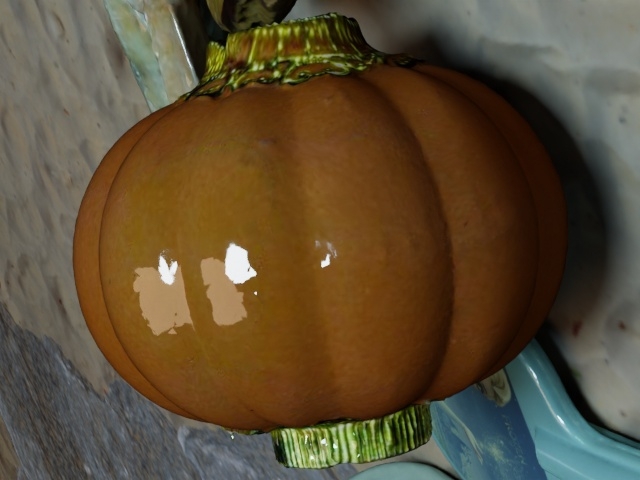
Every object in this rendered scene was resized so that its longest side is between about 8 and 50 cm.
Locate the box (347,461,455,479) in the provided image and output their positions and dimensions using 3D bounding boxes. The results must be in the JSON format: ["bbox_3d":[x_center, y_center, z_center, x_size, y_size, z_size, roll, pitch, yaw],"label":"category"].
[{"bbox_3d":[0.095,0.284,0.810,0.312,0.175,0.182,27,145,50],"label":"box"}]

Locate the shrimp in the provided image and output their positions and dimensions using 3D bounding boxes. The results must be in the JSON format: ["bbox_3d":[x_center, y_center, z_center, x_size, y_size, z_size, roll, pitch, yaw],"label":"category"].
[{"bbox_3d":[-0.084,-0.141,0.804,0.168,0.077,0.317,-129,21,-67],"label":"shrimp"}]

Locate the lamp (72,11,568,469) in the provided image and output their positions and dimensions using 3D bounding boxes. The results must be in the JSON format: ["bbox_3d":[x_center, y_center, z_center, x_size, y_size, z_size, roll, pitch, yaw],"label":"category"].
[{"bbox_3d":[0.000,0.000,0.650,0.223,0.223,0.196,0,100,61],"label":"lamp"}]

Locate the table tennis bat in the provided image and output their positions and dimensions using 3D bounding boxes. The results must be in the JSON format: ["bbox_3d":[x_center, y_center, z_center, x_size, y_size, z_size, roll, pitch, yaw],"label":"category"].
[{"bbox_3d":[0.112,0.100,0.746,0.237,0.038,0.149,23,133,57],"label":"table tennis bat"}]

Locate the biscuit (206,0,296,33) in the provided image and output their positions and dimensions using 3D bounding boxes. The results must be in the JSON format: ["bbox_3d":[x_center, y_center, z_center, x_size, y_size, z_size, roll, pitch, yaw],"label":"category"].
[{"bbox_3d":[-0.039,-0.201,0.664,0.226,0.042,0.226,172,90,-80],"label":"biscuit"}]
